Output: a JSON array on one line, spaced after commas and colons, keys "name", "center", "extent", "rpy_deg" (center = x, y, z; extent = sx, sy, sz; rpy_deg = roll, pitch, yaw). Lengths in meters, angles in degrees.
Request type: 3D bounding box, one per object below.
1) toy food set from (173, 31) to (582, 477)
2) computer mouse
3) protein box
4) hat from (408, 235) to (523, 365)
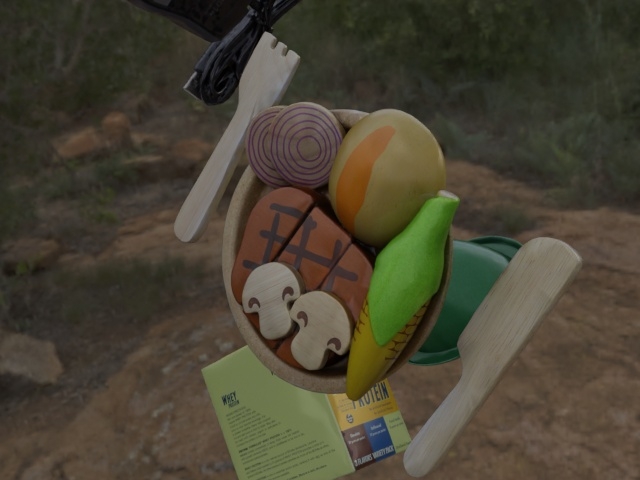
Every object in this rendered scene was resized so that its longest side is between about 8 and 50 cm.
[{"name": "toy food set", "center": [0.000, 0.000, 0.393], "extent": [0.192, 0.132, 0.038], "rpy_deg": [40, 20, 32]}, {"name": "computer mouse", "center": [-0.118, -0.247, 0.840], "extent": [0.072, 0.188, 0.272], "rpy_deg": [42, 6, 24]}, {"name": "protein box", "center": [-0.021, 0.224, 1.233], "extent": [0.199, 0.201, 0.136], "rpy_deg": [-31, -16, 35]}, {"name": "hat", "center": [0.088, 0.012, 0.949], "extent": [0.208, 0.183, 0.173], "rpy_deg": [-36, 29, 6]}]
